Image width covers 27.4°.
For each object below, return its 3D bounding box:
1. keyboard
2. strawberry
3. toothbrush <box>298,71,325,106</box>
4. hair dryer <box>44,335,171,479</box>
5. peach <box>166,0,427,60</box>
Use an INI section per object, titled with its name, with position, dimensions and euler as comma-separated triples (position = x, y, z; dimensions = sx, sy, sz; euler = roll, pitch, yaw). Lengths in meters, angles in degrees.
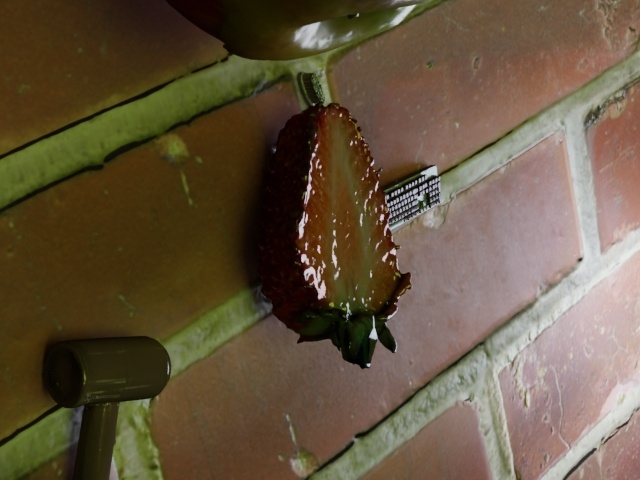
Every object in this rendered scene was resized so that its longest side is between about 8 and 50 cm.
[keyboard]
position = 0.098, -0.047, 1.567
dimensions = 0.166, 0.017, 0.055
euler = -27, 114, -50
[strawberry]
position = 0.000, 0.000, 1.429
dimensions = 0.188, 0.106, 0.286
euler = -4, 85, -51
[toothbrush]
position = 0.025, -0.078, 1.500
dimensions = 0.018, 0.024, 0.257
euler = -42, 124, -35
[hair dryer]
position = -0.210, 0.182, 1.260
dimensions = 0.117, 0.064, 0.181
euler = 2, 101, -48
[peach]
position = -0.025, -0.355, 1.199
dimensions = 0.370, 0.370, 0.369
euler = -7, 100, -46
